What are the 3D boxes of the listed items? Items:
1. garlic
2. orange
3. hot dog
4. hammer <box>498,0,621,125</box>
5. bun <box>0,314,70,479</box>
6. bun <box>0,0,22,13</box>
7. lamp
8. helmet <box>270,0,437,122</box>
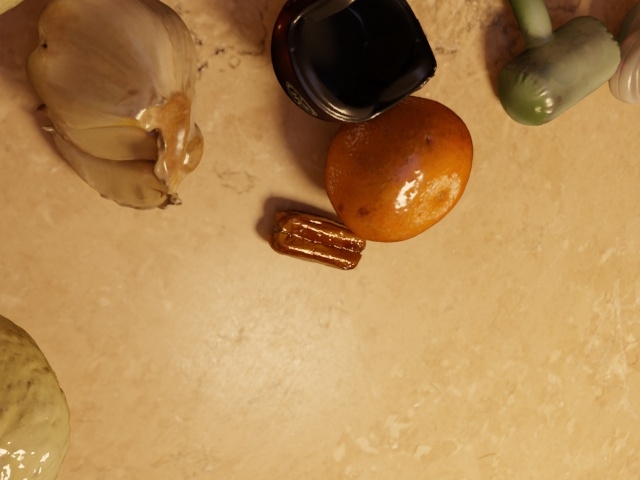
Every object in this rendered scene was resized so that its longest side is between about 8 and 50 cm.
[{"bbox_3d":[-0.233,-0.179,0.986,0.281,0.203,0.185,82,27,-62],"label":"garlic"},{"bbox_3d":[0.109,-0.104,1.223,0.224,0.170,0.224,-31,146,-23],"label":"orange"},{"bbox_3d":[0.000,0.000,1.264,0.165,0.045,0.071,15,95,-34],"label":"hot dog"},{"bbox_3d":[0.330,-0.356,1.324,0.206,0.119,0.336,-37,115,-19],"label":"hammer"},{"bbox_3d":[-0.452,0.238,0.953,0.352,0.227,0.349,3,102,-34],"label":"bun"},{"bbox_3d":[-0.386,-0.309,0.853,0.243,0.153,0.244,4,69,-12],"label":"bun"},{"bbox_3d":[0.559,-0.330,1.459,0.246,0.108,0.180,-43,134,-24],"label":"lamp"},{"bbox_3d":[0.036,-0.254,1.113,0.189,0.193,0.216,46,68,-28],"label":"helmet"}]
